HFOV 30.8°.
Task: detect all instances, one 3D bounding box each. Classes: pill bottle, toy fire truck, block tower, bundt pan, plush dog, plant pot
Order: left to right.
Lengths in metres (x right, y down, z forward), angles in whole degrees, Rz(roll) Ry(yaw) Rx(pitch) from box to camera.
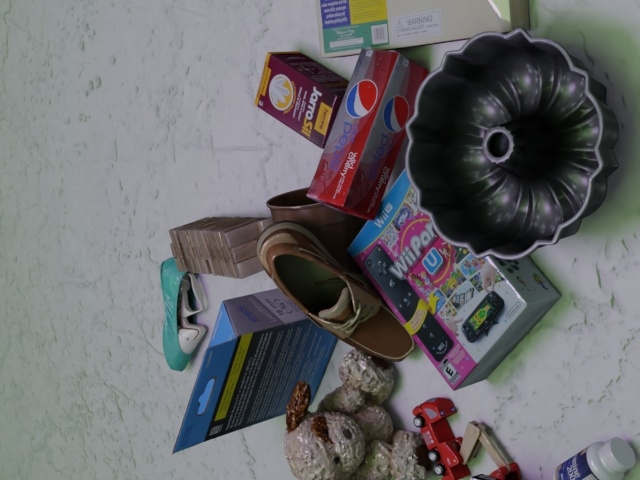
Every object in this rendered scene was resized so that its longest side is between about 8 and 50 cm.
[{"bbox_3d":[-0.183,0.011,2.166,0.335,0.097,0.091,0,109,62],"label":"block tower"},{"bbox_3d":[0.000,0.000,2.011,0.167,0.167,0.165,5,108,45],"label":"plant pot"},{"bbox_3d":[0.031,0.342,1.991,0.210,0.225,0.262,-39,71,43],"label":"plush dog"},{"bbox_3d":[0.239,0.339,1.907,0.135,0.047,0.192,-36,72,43],"label":"toy fire truck"},{"bbox_3d":[0.288,-0.136,1.683,0.330,0.124,0.331,1,92,40],"label":"bundt pan"},{"bbox_3d":[0.406,0.339,1.719,0.120,0.067,0.067,-46,65,41],"label":"pill bottle"}]

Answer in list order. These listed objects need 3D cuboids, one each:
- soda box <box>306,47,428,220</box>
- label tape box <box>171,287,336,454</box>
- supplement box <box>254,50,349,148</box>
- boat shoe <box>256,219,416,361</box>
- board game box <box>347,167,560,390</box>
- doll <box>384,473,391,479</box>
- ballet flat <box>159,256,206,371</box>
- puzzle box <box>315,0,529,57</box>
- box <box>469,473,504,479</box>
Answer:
[{"bbox_3d":[0.077,-0.172,1.871,0.092,0.083,0.263,18,87,45],"label":"soda box"},{"bbox_3d":[-0.132,0.216,2.056,0.106,0.333,0.241,40,124,33],"label":"label tape box"},{"bbox_3d":[-0.019,-0.247,2.027,0.188,0.080,0.104,36,122,35],"label":"supplement box"},{"bbox_3d":[0.024,0.102,1.908,0.122,0.324,0.120,-49,17,13],"label":"boat shoe"},{"bbox_3d":[0.204,0.050,1.849,0.303,0.097,0.224,54,131,25],"label":"board game box"},{"bbox_3d":[0.100,0.463,2.075,0.189,0.046,0.129,48,133,36],"label":"doll"},{"bbox_3d":[-0.279,0.157,2.384,0.087,0.083,0.247,4,103,31],"label":"ballet flat"},{"bbox_3d":[0.143,-0.444,1.840,0.408,0.052,0.272,2,100,46],"label":"puzzle box"},{"bbox_3d":[0.315,0.431,1.739,0.207,0.036,0.114,8,94,38],"label":"box"}]
